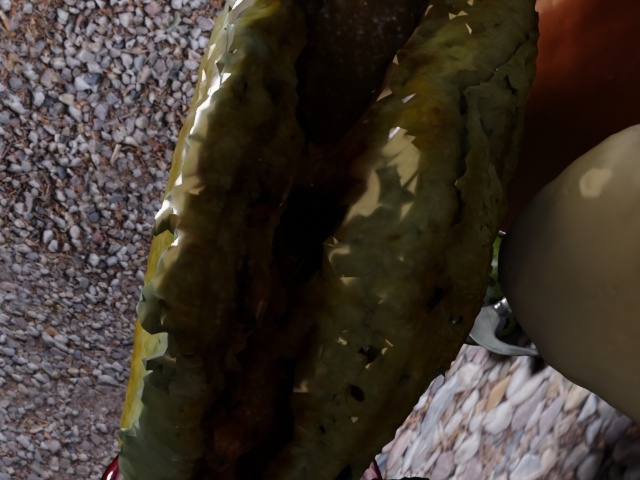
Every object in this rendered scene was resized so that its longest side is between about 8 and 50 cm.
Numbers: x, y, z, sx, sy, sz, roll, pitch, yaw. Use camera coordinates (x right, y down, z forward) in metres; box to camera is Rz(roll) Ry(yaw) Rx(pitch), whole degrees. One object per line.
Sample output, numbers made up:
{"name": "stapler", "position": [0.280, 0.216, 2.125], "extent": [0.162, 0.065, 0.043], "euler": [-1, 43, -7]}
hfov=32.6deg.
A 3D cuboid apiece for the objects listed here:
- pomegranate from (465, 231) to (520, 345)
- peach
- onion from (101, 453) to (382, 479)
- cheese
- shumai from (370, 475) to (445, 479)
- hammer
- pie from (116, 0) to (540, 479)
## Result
{"name": "pomegranate", "position": [0.139, 0.042, 1.092], "extent": [0.122, 0.161, 0.122], "euler": [-167, 90, -77]}
{"name": "peach", "position": [0.214, -0.167, 0.818], "extent": [0.301, 0.342, 0.343], "euler": [-42, 19, 44]}
{"name": "onion", "position": [-0.085, 0.315, 1.030], "extent": [0.337, 0.281, 0.260], "euler": [-85, 7, -47]}
{"name": "cheese", "position": [0.225, 0.022, 0.575], "extent": [0.174, 0.251, 0.248], "euler": [-60, -3, 25]}
{"name": "shumai", "position": [0.077, 0.246, 0.646], "extent": [0.256, 0.218, 0.189], "euler": [-57, 2, 4]}
{"name": "hammer", "position": [0.231, 0.011, 0.987], "extent": [0.246, 0.103, 0.029], "euler": [-42, -18, 14]}
{"name": "pie", "position": [-0.006, 0.021, 0.668], "extent": [0.418, 0.180, 0.395], "euler": [107, 178, -61]}
